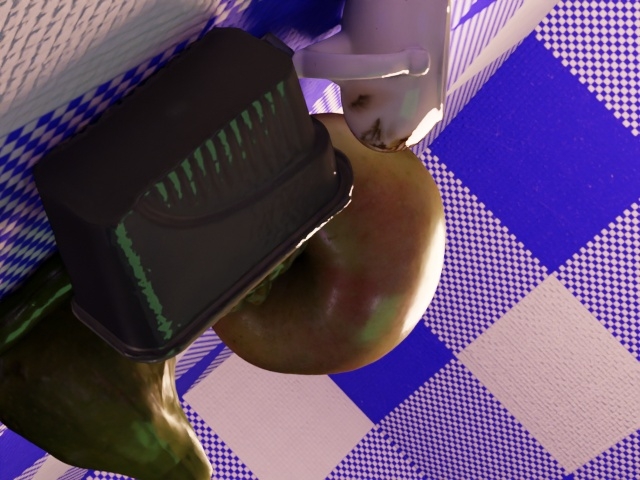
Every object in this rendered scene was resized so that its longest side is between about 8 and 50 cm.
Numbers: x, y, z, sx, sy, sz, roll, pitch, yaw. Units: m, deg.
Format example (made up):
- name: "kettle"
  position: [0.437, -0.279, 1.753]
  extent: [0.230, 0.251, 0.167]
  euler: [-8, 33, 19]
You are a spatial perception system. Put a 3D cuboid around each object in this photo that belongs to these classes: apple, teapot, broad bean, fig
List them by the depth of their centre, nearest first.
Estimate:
- name: "broad bean"
  position: [-0.304, 0.078, 1.208]
  extent: [0.297, 0.043, 0.060]
  euler: [-42, -179, -7]
- name: "teapot"
  position: [0.062, -0.192, 1.251]
  extent: [0.298, 0.139, 0.204]
  euler: [-43, 138, -78]
- name: "fig"
  position: [-0.226, 0.179, 1.325]
  extent: [0.206, 0.275, 0.206]
  euler: [-42, 175, -5]
- name: "apple"
  position: [0.000, 0.000, 1.500]
  extent: [0.319, 0.319, 0.277]
  euler: [-45, 178, 17]

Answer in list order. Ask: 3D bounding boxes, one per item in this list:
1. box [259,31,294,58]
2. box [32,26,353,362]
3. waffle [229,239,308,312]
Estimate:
- name: "box"
  position: [-0.128, -0.064, 1.186]
  extent: [0.270, 0.045, 0.211]
  euler: [-42, 162, -25]
- name: "box"
  position: [-0.101, -0.047, 1.029]
  extent: [0.274, 0.138, 0.178]
  euler: [-44, 148, -23]
- name: "waffle"
  position: [-0.076, -0.004, 1.269]
  extent: [0.208, 0.054, 0.214]
  euler: [-54, 155, 22]
